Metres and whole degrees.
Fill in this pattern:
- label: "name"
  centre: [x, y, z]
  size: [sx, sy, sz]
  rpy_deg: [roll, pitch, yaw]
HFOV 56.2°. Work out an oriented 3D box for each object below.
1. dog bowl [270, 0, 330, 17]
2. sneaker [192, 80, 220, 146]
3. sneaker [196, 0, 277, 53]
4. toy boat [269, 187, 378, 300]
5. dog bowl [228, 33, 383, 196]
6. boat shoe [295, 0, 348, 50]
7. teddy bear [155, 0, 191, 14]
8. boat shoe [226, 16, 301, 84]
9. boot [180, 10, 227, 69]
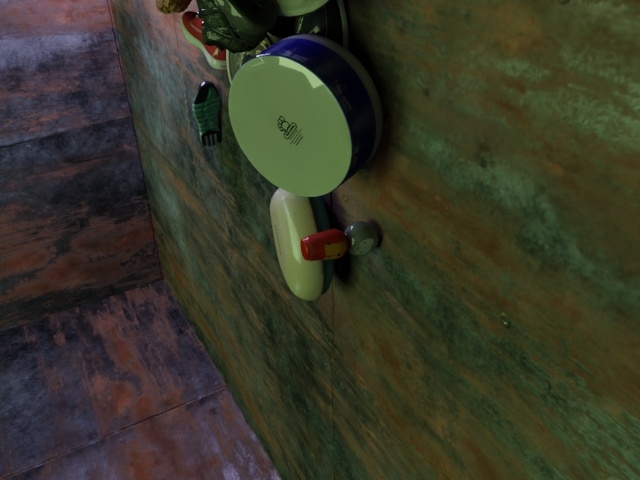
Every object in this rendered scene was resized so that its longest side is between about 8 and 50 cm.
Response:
- label: "dog bowl"
  centre: [-0.057, -0.537, 0.830]
  size: [0.408, 0.150, 0.408]
  rpy_deg: [35, 150, 24]
- label: "sneaker"
  centre: [-0.348, -0.390, 1.781]
  size: [0.224, 0.083, 0.098]
  rpy_deg: [100, 149, -48]
- label: "sneaker"
  centre: [-0.177, -0.386, 0.940]
  size: [0.227, 0.087, 0.130]
  rpy_deg: [46, 146, -6]
- label: "toy boat"
  centre: [0.000, 0.000, 1.248]
  size: [0.318, 0.148, 0.268]
  rpy_deg: [-170, 69, -72]
- label: "dog bowl"
  centre: [-0.029, -0.213, 1.046]
  size: [0.264, 0.104, 0.265]
  rpy_deg: [22, 134, 25]
- label: "boat shoe"
  centre: [-0.018, -0.314, 1.099]
  size: [0.114, 0.091, 0.303]
  rpy_deg: [49, 147, 42]
- label: "teddy bear"
  centre: [-0.367, -0.763, 1.551]
  size: [0.245, 0.113, 0.338]
  rpy_deg: [-14, 84, 57]
- label: "boat shoe"
  centre: [-0.093, -0.399, 1.119]
  size: [0.097, 0.116, 0.325]
  rpy_deg: [55, 133, 43]
- label: "boot"
  centre: [-0.280, -0.569, 1.514]
  size: [0.244, 0.088, 0.176]
  rpy_deg: [50, 144, 34]
